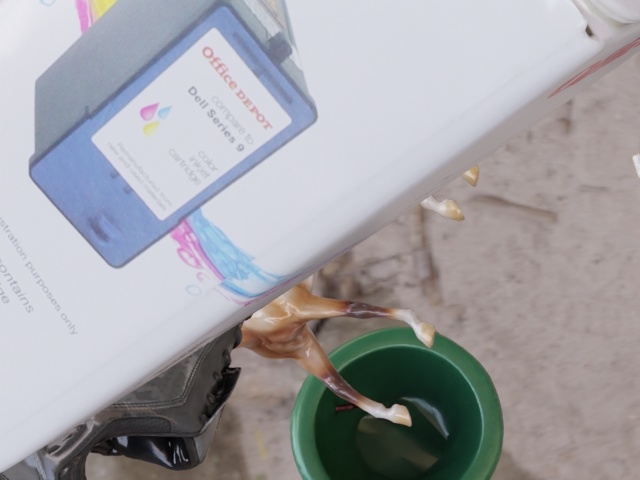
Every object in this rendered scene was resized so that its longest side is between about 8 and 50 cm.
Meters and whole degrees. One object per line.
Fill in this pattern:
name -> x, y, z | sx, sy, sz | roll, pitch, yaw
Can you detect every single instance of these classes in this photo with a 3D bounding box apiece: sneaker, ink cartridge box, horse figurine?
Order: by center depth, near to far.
ink cartridge box -> 0.000, -0.047, 0.429 | 0.212, 0.154, 0.093 | -33, 89, 37
sneaker -> -0.070, 0.046, 0.774 | 0.078, 0.234, 0.106 | -28, 95, 52
horse figurine -> 0.000, 0.000, 1.097 | 0.174, 0.066, 0.263 | 15, 76, 7

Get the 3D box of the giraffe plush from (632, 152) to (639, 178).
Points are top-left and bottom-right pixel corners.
giraffe plush -> 0.346, -0.089, 1.256 | 0.210, 0.170, 0.181 | -35, 101, 1

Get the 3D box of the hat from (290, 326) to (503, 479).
hat -> 0.069, 0.176, 1.520 | 0.208, 0.183, 0.173 | -28, 77, -12
